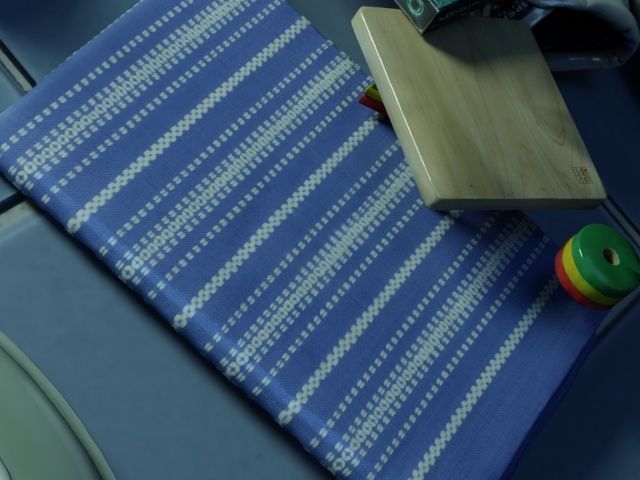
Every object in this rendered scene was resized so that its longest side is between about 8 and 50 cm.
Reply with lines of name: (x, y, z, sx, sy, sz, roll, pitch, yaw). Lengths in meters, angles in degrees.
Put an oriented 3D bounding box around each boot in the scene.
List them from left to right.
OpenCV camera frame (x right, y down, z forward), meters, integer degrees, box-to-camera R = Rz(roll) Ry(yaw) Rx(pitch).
boot: (0.110, -0.186, 1.059, 0.258, 0.095, 0.123, 7, 49, -34)

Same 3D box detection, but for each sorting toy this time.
sorting toy: (0.082, -0.076, 0.944, 0.132, 0.046, 0.274, -1, 59, -36)

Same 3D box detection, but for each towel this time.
towel: (0.000, 0.000, 0.898, 0.336, 0.040, 0.243, 42, 46, -1)

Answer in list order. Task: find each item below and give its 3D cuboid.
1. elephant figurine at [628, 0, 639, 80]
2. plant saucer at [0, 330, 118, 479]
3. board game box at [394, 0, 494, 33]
elephant figurine: (0.343, -0.167, 1.193, 0.239, 0.169, 0.186, -8, 97, -43)
plant saucer: (-0.218, 0.138, 0.586, 0.400, 0.100, 0.400, 20, 50, -26)
board game box: (0.051, -0.220, 0.969, 0.126, 0.026, 0.186, -28, 76, -36)
